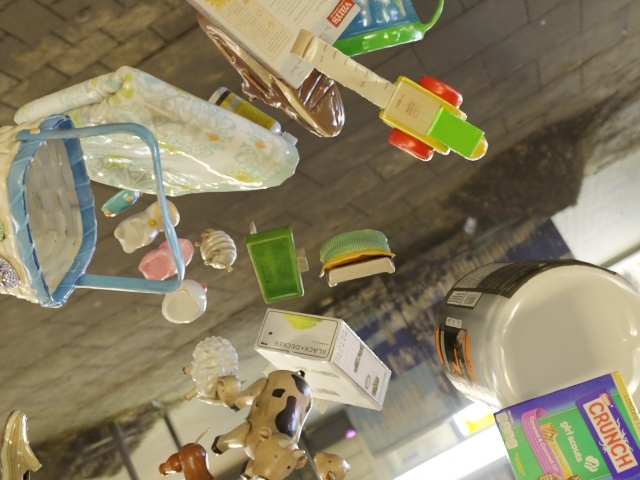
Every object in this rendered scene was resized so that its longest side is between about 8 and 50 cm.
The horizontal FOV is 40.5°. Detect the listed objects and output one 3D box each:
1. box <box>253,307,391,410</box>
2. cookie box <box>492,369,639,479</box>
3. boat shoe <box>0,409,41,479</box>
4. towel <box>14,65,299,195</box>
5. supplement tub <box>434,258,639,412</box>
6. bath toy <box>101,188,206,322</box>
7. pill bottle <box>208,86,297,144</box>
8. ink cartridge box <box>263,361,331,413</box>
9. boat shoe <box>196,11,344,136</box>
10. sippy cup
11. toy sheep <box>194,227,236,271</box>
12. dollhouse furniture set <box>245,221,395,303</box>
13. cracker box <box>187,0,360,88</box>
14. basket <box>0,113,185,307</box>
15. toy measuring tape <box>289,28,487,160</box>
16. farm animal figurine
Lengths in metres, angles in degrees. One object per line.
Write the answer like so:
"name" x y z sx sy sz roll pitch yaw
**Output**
"box" 0.012 0.238 1.713 0.169 0.087 0.290 6 156 29
"cookie box" 0.204 0.165 0.691 0.107 0.091 0.040 -20 158 6
"boat shoe" -0.547 0.405 1.592 0.072 0.190 0.068 8 -171 1
"towel" -0.268 -0.151 1.365 0.321 0.090 0.374 17 164 -42
"supplement tub" 0.267 0.128 1.115 0.207 0.207 0.338 -27 180 -5
"bath toy" -0.367 0.025 2.030 0.151 0.348 0.129 -25 -166 5
"pill bottle" -0.164 -0.240 1.941 0.119 0.208 0.119 -57 -177 4
"ink cartridge box" -0.027 0.314 2.118 0.145 0.179 0.045 -53 175 -15
"boat shoe" -0.095 -0.319 1.626 0.123 0.342 0.123 -19 -144 46
"sippy cup" 0.068 -0.480 1.708 0.306 0.224 0.240 -19 -167 -26
"toy sheep" -0.244 0.024 2.061 0.091 0.132 0.091 -21 151 -12
"dollhouse furniture set" 0.000 0.000 1.903 0.302 0.151 0.197 -13 -156 0
"cracker box" -0.079 -0.355 1.269 0.155 0.232 0.067 -51 -161 -1
"basket" -0.333 -0.034 1.129 0.289 0.201 0.254 -3 125 5
"toy measuring tape" 0.096 -0.201 1.222 0.330 0.121 0.121 26 138 -20
"farm animal figurine" -0.065 0.332 1.346 0.172 0.326 0.330 -33 129 32
